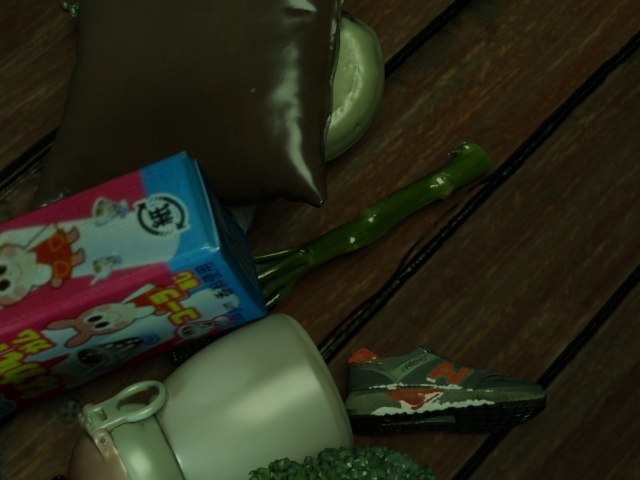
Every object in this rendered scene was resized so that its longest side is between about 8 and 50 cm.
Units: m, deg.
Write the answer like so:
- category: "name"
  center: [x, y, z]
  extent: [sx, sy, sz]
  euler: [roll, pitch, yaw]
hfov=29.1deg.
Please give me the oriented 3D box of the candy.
- category: "candy"
  center: [-0.212, 0.051, 1.011]
  extent: [0.305, 0.157, 0.100]
  euler: [-20, 65, 3]

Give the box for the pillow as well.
- category: "pillow"
  center: [-0.116, -0.164, 1.141]
  extent: [0.305, 0.108, 0.308]
  euler: [-4, 69, 25]

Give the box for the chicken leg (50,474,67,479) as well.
- category: "chicken leg"
  center: [-0.374, 0.196, 0.972]
  extent: [0.407, 0.158, 0.096]
  euler: [28, 26, 1]

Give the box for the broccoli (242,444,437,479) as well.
- category: "broccoli"
  center: [0.043, 0.319, 0.971]
  extent: [0.375, 0.302, 0.249]
  euler: [55, 46, -16]

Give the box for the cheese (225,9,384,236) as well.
- category: "cheese"
  center: [-0.025, -0.106, 1.208]
  extent: [0.163, 0.071, 0.249]
  euler: [7, 72, -2]

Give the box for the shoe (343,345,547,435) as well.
- category: "shoe"
  center: [0.113, 0.133, 1.136]
  extent: [0.194, 0.074, 0.077]
  euler: [-2, 62, -9]

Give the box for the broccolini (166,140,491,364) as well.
- category: "broccolini"
  center: [0.000, -0.004, 1.187]
  extent: [0.392, 0.079, 0.074]
  euler: [-30, 75, -28]

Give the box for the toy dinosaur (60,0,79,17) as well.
- category: "toy dinosaur"
  center: [-0.231, -0.242, 1.258]
  extent: [0.060, 0.029, 0.120]
  euler: [-14, 68, -25]

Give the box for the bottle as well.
- category: "bottle"
  center: [-0.103, 0.172, 1.042]
  extent: [0.236, 0.147, 0.148]
  euler: [-25, 73, -13]
